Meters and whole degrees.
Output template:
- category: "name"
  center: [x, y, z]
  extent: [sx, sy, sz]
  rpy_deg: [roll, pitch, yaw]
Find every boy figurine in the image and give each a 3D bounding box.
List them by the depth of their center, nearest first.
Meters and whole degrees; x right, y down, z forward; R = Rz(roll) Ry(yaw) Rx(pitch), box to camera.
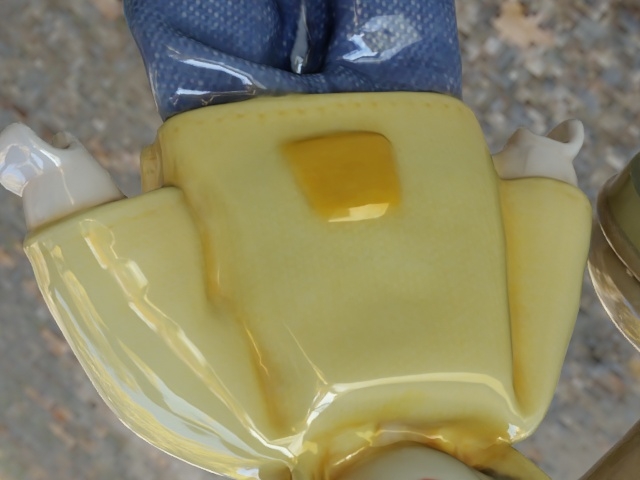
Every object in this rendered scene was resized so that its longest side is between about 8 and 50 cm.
- category: "boy figurine"
  center: [0.000, 0.000, 0.522]
  extent: [0.177, 0.285, 0.092]
  rpy_deg: [4, 153, -26]

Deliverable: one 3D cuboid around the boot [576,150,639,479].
- category: "boot"
  center: [0.092, 0.108, 0.678]
  extent: [0.236, 0.269, 0.089]
  rpy_deg: [23, -151, -44]
